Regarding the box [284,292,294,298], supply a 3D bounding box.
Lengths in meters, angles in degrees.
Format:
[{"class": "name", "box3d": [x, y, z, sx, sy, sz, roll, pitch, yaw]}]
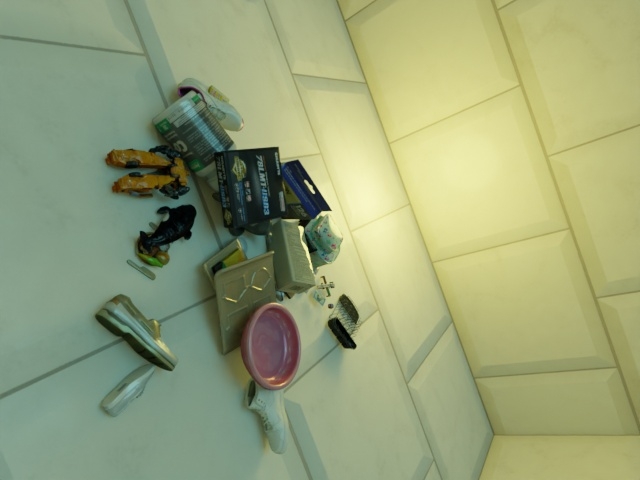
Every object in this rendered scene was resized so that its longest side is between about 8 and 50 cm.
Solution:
[{"class": "box", "box3d": [-0.144, 0.156, 2.051, 0.164, 0.021, 0.201, 54, 39, -11]}]

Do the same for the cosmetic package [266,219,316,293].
[{"class": "cosmetic package", "box3d": [-0.138, 0.076, 1.984, 0.160, 0.113, 0.309, 19, 49, -47]}]

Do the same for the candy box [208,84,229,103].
[{"class": "candy box", "box3d": [-0.476, -0.594, 1.951, 0.105, 0.027, 0.205, 33, 51, -36]}]

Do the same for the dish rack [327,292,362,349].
[{"class": "dish rack", "box3d": [0.143, 0.417, 2.288, 0.208, 0.074, 0.271, 58, 37, -20]}]

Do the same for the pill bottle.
[{"class": "pill bottle", "box3d": [-0.466, -0.385, 1.720, 0.361, 0.204, 0.204, 53, 39, -24]}]

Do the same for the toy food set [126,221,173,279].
[{"class": "toy food set", "box3d": [-0.582, 0.029, 1.521, 0.132, 0.039, 0.192, 43, 44, -34]}]

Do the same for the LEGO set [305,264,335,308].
[{"class": "LEGO set", "box3d": [-0.015, 0.238, 2.196, 0.244, 0.060, 0.182, 44, 43, -16]}]

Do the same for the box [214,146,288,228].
[{"class": "box", "box3d": [-0.269, -0.218, 1.733, 0.293, 0.073, 0.295, -17, 106, -46]}]

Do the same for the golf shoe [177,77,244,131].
[{"class": "golf shoe", "box3d": [-0.463, -0.550, 1.806, 0.306, 0.115, 0.140, 33, 20, -12]}]

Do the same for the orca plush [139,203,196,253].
[{"class": "orca plush", "box3d": [-0.525, -0.070, 1.558, 0.151, 0.102, 0.287, 59, 32, 0]}]

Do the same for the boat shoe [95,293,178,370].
[{"class": "boat shoe", "box3d": [-0.555, 0.294, 1.375, 0.302, 0.113, 0.103, 52, 45, -24]}]

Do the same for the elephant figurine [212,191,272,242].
[{"class": "elephant figurine", "box3d": [-0.330, -0.097, 1.847, 0.240, 0.186, 0.169, -6, 123, -44]}]

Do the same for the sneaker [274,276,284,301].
[{"class": "sneaker", "box3d": [-0.213, 0.218, 1.929, 0.058, 0.052, 0.135, -33, 93, -47]}]

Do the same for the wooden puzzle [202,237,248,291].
[{"class": "wooden puzzle", "box3d": [-0.351, 0.134, 1.747, 0.238, 0.044, 0.220, -49, 124, -50]}]

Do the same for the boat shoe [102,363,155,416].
[{"class": "boat shoe", "box3d": [-0.573, 0.456, 1.325, 0.184, 0.066, 0.063, -52, 131, -52]}]

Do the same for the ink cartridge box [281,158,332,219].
[{"class": "ink cartridge box", "box3d": [-0.142, -0.217, 1.969, 0.072, 0.307, 0.303, -54, 126, -27]}]

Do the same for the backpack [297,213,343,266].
[{"class": "backpack", "box3d": [0.000, 0.000, 2.199, 0.253, 0.191, 0.225, 62, 35, -21]}]

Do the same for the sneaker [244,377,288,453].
[{"class": "sneaker", "box3d": [-0.219, 0.671, 1.673, 0.169, 0.108, 0.292, 21, 49, -46]}]

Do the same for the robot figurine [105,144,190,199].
[{"class": "robot figurine", "box3d": [-0.609, -0.245, 1.569, 0.291, 0.085, 0.210, -7, 81, -53]}]

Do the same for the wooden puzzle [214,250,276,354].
[{"class": "wooden puzzle", "box3d": [-0.300, 0.235, 1.722, 0.322, 0.081, 0.347, -21, 116, -54]}]

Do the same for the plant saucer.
[{"class": "plant saucer", "box3d": [-0.200, 0.414, 1.703, 0.332, 0.084, 0.331, 28, 56, -52]}]

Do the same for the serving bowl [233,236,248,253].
[{"class": "serving bowl", "box3d": [-0.347, 0.025, 1.842, 0.083, 0.027, 0.083, 9, 79, -54]}]
